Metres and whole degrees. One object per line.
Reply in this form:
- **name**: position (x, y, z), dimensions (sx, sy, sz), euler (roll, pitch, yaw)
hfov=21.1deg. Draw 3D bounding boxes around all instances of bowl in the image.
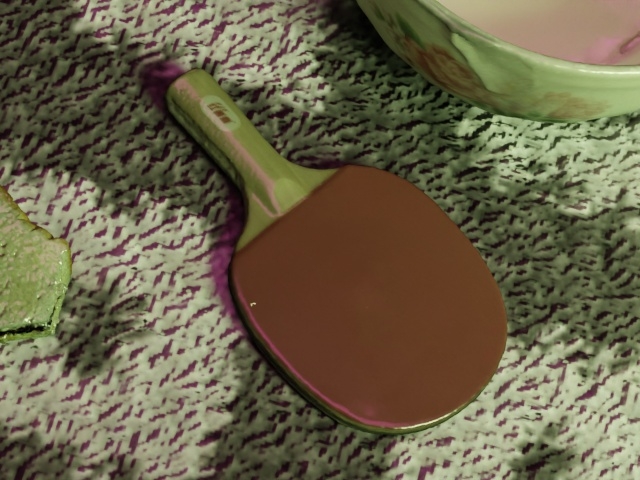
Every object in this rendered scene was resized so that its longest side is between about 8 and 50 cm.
- **bowl**: position (0.128, -0.181, 1.004), dimensions (0.277, 0.145, 0.277), euler (4, 66, -9)

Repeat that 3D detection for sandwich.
- **sandwich**: position (-0.184, 0.024, 0.902), dimensions (0.093, 0.036, 0.105), euler (43, 65, 9)

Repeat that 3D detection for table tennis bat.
- **table tennis bat**: position (0.000, 0.000, 0.963), dimensions (0.138, 0.022, 0.246), euler (-36, 78, -25)
